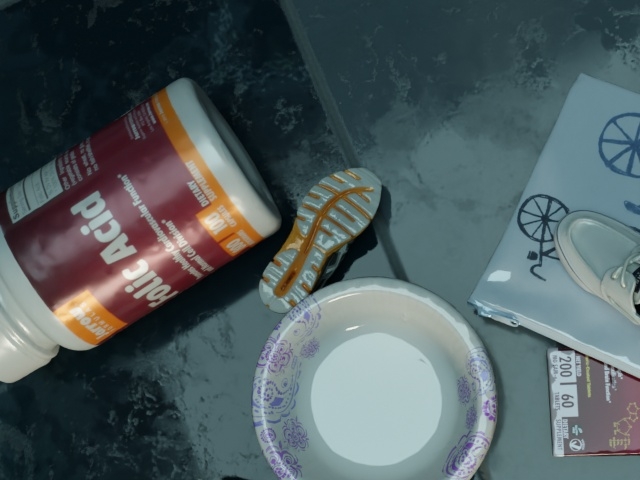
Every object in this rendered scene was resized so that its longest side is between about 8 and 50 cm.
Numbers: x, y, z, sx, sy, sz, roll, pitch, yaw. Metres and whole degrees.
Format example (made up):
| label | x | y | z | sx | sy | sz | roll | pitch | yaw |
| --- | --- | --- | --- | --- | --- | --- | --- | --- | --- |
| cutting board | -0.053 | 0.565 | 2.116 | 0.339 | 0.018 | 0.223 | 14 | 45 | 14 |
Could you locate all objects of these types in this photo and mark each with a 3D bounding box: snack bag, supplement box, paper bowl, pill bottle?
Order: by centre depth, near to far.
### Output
| label | x | y | z | sx | sy | sz | roll | pitch | yaw |
| --- | --- | --- | --- | --- | --- | --- | --- | --- | --- |
| supplement box | 0.389 | 0.187 | 1.539 | 0.239 | 0.073 | 0.130 | -4 | 80 | 9 |
| snack bag | 0.386 | -0.002 | 1.547 | 0.323 | 0.037 | 0.342 | 24 | 78 | 19 |
| paper bowl | 0.069 | 0.190 | 1.557 | 0.284 | 0.148 | 0.284 | -2 | 81 | 10 |
| pill bottle | -0.266 | -0.006 | 1.606 | 0.392 | 0.224 | 0.224 | -33 | 78 | 4 |

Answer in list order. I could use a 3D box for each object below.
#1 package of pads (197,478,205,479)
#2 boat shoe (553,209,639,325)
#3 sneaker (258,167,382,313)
| label | x | y | z | sx | sy | sz | roll | pitch | yaw |
| --- | --- | --- | --- | --- | --- | --- | --- | --- | --- |
| package of pads | -0.068 | 0.428 | 1.499 | 0.296 | 0.101 | 0.229 | 12 | 71 | 40 |
| boat shoe | 0.367 | 0.048 | 1.469 | 0.258 | 0.084 | 0.095 | 40 | 84 | 22 |
| sneaker | 0.000 | 0.000 | 1.633 | 0.084 | 0.083 | 0.215 | 38 | 85 | 13 |
